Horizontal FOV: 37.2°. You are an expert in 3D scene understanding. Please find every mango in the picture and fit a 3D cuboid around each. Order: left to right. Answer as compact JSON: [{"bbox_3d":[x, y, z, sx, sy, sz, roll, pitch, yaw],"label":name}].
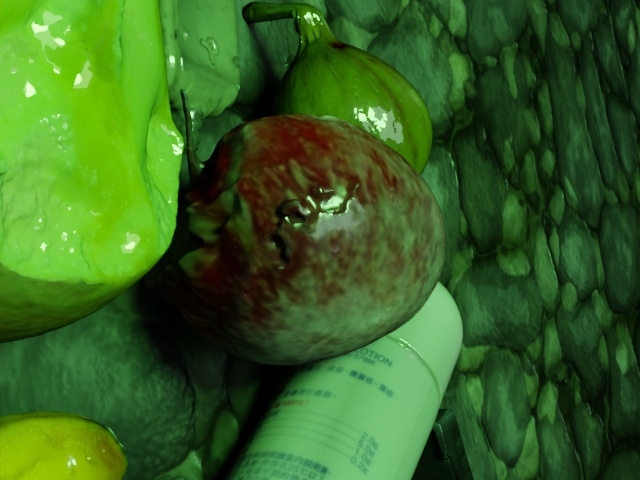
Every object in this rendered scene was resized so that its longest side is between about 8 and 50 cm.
[{"bbox_3d":[-0.180,0.151,0.545,0.187,0.066,0.101,-27,95,-60],"label":"mango"}]

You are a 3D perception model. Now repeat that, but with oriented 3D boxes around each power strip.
[{"bbox_3d":[-0.116,-0.250,0.754,0.092,0.066,0.387,15,66,-54],"label":"power strip"}]

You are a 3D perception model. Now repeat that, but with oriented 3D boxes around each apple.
[{"bbox_3d":[-0.167,-0.068,0.462,0.226,0.246,0.246,48,45,-38],"label":"apple"}]

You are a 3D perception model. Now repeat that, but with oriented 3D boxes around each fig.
[{"bbox_3d":[0.022,-0.120,0.838,0.142,0.148,0.186,-10,107,-15],"label":"fig"}]

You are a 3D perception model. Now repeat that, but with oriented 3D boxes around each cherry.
[{"bbox_3d":[0.000,0.000,0.714,0.250,0.175,0.192,0,113,-38],"label":"cherry"}]

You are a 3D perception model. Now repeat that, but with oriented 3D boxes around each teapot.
[{"bbox_3d":[0.106,0.213,0.917,0.096,0.087,0.177,-29,105,-59],"label":"teapot"}]

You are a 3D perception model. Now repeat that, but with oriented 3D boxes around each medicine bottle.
[{"bbox_3d":[0.021,0.150,0.772,0.130,0.130,0.341,60,38,-25],"label":"medicine bottle"}]
